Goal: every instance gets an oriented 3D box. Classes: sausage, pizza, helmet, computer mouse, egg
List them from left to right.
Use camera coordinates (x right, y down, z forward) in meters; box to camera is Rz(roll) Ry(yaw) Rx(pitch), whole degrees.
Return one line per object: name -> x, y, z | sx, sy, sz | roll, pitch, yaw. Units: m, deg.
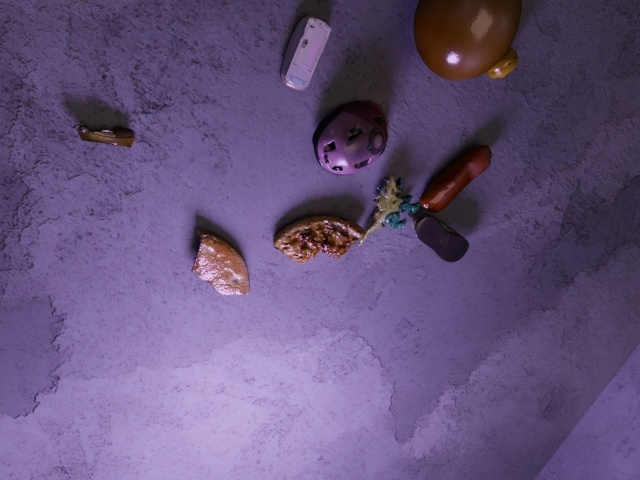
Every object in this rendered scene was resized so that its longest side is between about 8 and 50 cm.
pizza -> -0.292, 0.074, 1.874 | 0.134, 0.056, 0.271 | -47, 125, -2
computer mouse -> -0.041, -0.509, 1.735 | 0.102, 0.045, 0.198 | 16, 105, -30
pizza -> 0.000, 0.000, 1.966 | 0.306, 0.085, 0.161 | -9, 117, -21
helmet -> 0.104, -0.289, 1.850 | 0.254, 0.154, 0.198 | -23, 120, -10
sausage -> 0.442, -0.205, 2.091 | 0.300, 0.083, 0.089 | -42, 117, -7
egg -> 0.406, -0.619, 1.761 | 0.283, 0.282, 0.351 | 16, 104, -31

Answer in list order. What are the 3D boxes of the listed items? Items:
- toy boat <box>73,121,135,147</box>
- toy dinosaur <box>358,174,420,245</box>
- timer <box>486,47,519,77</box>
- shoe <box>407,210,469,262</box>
toy boat -> -0.541, -0.267, 1.603 | 0.149, 0.047, 0.048 | 5, 96, -31
toy dinosaur -> 0.210, -0.083, 2.033 | 0.153, 0.094, 0.259 | 16, 113, -31
timer -> 0.564, -0.544, 1.981 | 0.107, 0.107, 0.109 | -44, 120, -2
shoe -> 0.396, -0.018, 2.146 | 0.275, 0.098, 0.103 | 35, 102, -36
